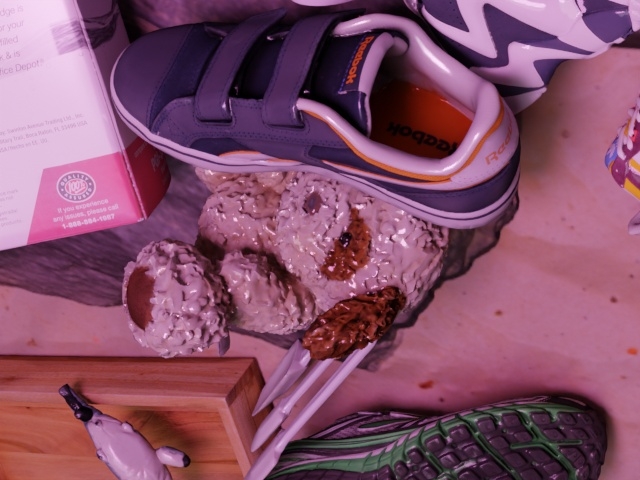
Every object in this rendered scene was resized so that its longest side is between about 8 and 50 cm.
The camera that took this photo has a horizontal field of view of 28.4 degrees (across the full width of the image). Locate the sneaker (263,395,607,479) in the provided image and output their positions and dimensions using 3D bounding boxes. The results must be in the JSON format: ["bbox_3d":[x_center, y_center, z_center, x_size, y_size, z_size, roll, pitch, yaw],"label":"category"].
[{"bbox_3d":[0.085,0.193,1.137,0.344,0.146,0.134,-14,116,16],"label":"sneaker"}]

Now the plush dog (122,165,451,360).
[{"bbox_3d":[0.000,0.000,1.014,0.225,0.262,0.210,4,156,37],"label":"plush dog"}]

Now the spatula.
[{"bbox_3d":[-0.008,0.115,1.113,0.019,0.168,0.242,31,125,-8],"label":"spatula"}]

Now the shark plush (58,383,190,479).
[{"bbox_3d":[-0.206,0.212,1.254,0.161,0.073,0.067,35,161,-4],"label":"shark plush"}]

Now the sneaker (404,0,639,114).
[{"bbox_3d":[0.148,-0.200,0.857,0.153,0.094,0.235,39,141,-13],"label":"sneaker"}]

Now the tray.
[{"bbox_3d":[-0.229,0.223,1.354,0.411,0.076,0.203,-3,119,28],"label":"tray"}]

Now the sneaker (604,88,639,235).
[{"bbox_3d":[0.241,-0.079,0.907,0.084,0.069,0.185,-6,117,25],"label":"sneaker"}]

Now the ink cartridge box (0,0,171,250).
[{"bbox_3d":[-0.265,-0.143,1.045,0.207,0.117,0.283,-11,110,11],"label":"ink cartridge box"}]

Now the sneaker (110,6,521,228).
[{"bbox_3d":[-0.009,-0.111,0.912,0.321,0.126,0.127,15,157,12],"label":"sneaker"}]

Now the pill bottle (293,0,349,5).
[{"bbox_3d":[-0.001,-0.251,0.907,0.086,0.086,0.152,7,125,24],"label":"pill bottle"}]
